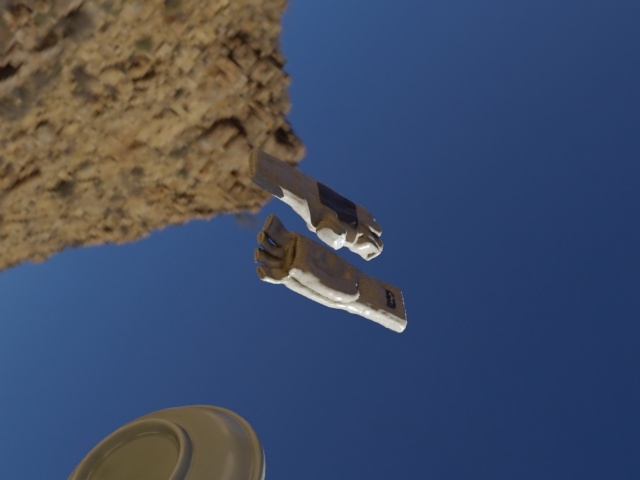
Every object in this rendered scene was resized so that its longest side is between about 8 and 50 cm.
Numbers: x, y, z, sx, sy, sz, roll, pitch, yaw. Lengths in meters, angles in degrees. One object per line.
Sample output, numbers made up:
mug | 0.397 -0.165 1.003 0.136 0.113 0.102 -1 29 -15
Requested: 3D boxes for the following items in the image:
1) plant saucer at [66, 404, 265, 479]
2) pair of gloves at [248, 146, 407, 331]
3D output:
plant saucer | -0.286 0.394 1.614 0.400 0.100 0.400 -20 -147 13
pair of gloves | 0.000 0.000 1.213 0.042 0.204 0.240 -48 -148 27
